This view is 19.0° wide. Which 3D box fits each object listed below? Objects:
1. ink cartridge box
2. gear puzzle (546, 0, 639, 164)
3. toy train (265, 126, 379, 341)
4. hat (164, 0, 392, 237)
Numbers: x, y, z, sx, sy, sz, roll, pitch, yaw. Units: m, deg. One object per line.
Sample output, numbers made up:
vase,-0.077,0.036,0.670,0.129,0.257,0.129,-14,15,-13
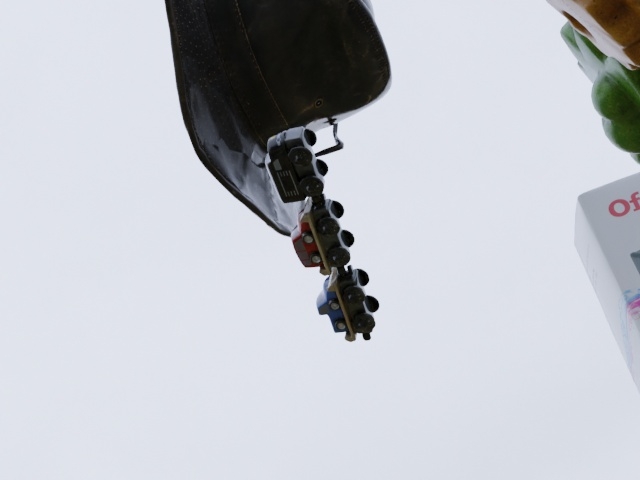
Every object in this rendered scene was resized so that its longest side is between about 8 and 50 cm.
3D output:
ink cartridge box,0.277,0.048,1.264,0.154,0.212,0.093,-19,-26,-3
gear puzzle,0.156,-0.009,0.683,0.044,0.175,0.339,-47,-43,-1
toy train,0.000,0.000,1.154,0.036,0.027,0.158,-10,-55,17
hat,-0.020,-0.159,1.441,0.134,0.331,0.331,-16,-31,12
